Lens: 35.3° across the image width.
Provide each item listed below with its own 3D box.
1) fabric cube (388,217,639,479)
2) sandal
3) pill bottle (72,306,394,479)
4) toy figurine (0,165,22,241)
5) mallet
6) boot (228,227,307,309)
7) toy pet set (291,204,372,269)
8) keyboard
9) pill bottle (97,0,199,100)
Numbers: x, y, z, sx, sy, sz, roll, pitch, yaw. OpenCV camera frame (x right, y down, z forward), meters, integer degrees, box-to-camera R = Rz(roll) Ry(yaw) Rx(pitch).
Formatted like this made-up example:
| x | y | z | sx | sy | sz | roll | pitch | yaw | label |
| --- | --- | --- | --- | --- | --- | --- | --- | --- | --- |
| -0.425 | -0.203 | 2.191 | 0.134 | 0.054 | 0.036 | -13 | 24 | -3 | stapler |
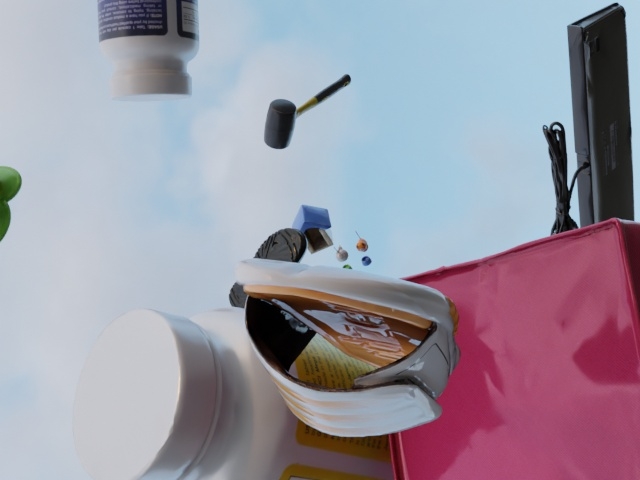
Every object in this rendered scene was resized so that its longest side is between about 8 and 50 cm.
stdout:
| x | y | z | sx | sy | sz | roll | pitch | yaw | label |
| --- | --- | --- | --- | --- | --- | --- | --- | --- | --- |
| 0.227 | 0.136 | 0.833 | 0.258 | 0.259 | 0.254 | 2 | -103 | -43 | fabric cube |
| 0.029 | 0.074 | 0.557 | 0.265 | 0.102 | 0.076 | 44 | -124 | -67 | sandal |
| -0.041 | 0.165 | 0.896 | 0.334 | 0.188 | 0.188 | 22 | -109 | -43 | pill bottle |
| -0.460 | -0.081 | 1.249 | 0.173 | 0.130 | 0.159 | -58 | -25 | -31 | toy figurine |
| -0.015 | -0.178 | 1.373 | 0.189 | 0.039 | 0.062 | -35 | -31 | -51 | mallet |
| -0.030 | 0.038 | 1.056 | 0.099 | 0.121 | 0.045 | 11 | -142 | -49 | boot |
| 0.000 | 0.000 | 1.465 | 0.065 | 0.122 | 0.114 | 57 | -166 | -37 | toy pet set |
| 0.308 | -0.096 | 1.160 | 0.201 | 0.033 | 0.317 | -33 | -59 | -42 | keyboard |
| -0.262 | -0.348 | 1.530 | 0.153 | 0.153 | 0.265 | -4 | -87 | -43 | pill bottle |
